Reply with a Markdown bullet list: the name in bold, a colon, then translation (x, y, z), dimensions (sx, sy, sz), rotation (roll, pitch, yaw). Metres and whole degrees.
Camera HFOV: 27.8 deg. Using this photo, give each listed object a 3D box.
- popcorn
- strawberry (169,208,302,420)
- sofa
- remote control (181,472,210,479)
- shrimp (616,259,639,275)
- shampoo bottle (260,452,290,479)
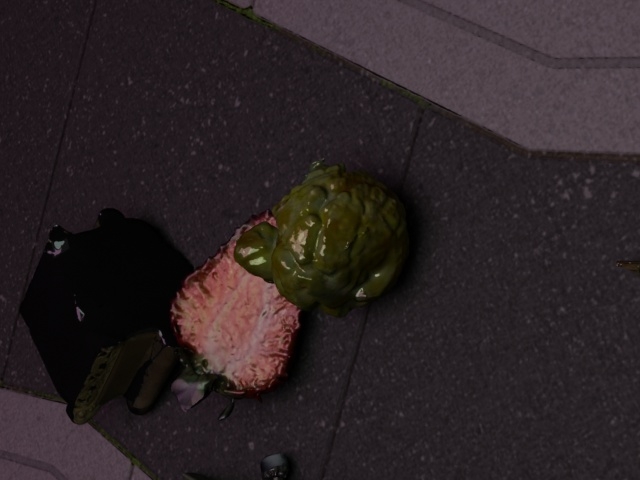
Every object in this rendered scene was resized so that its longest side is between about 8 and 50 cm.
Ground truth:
- **popcorn**: translation (0.000, 0.000, 1.600), dimensions (0.213, 0.198, 0.197), rotation (-9, 79, 32)
- **strawberry**: translation (-0.100, 0.103, 1.728), dimensions (0.188, 0.106, 0.286), rotation (27, 88, 14)
- **sofa**: translation (-0.296, 0.110, 1.867), dimensions (0.258, 0.182, 0.200), rotation (57, 136, 28)
- **remote control**: translation (-0.128, 0.385, 1.686), dimensions (0.285, 0.038, 0.123), rotation (180, 94, -65)
- **shrimp**: translation (0.419, -0.005, 1.363), dimensions (0.223, 0.047, 0.126), rotation (-9, 72, 32)
- **shampoo bottle**: translation (-0.027, 0.411, 1.623), dimensions (0.098, 0.071, 0.309), rotation (-30, 55, 20)
